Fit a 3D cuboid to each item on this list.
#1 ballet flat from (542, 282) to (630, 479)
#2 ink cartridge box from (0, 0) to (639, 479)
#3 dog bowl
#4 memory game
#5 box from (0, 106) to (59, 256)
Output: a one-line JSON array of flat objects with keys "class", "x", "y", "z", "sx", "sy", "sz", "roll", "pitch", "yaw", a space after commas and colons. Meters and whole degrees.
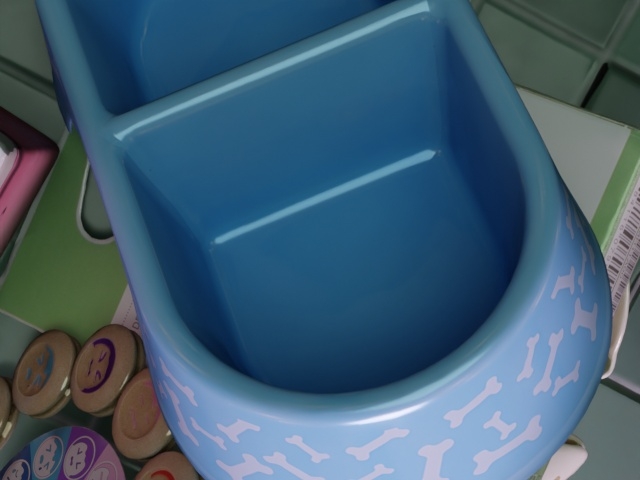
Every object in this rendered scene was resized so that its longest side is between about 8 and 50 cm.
[{"class": "ballet flat", "x": 0.089, "y": 0.063, "z": 0.639, "sx": 0.067, "sy": 0.073, "sz": 0.206, "roll": 18, "pitch": 94, "yaw": -18}, {"class": "ink cartridge box", "x": 0.000, "y": 0.000, "z": 0.614, "sx": 0.235, "sy": 0.056, "sz": 0.171, "roll": 24, "pitch": 90, "yaw": 25}, {"class": "dog bowl", "x": -0.011, "y": -0.045, "z": 0.537, "sx": 0.166, "sy": 0.074, "sz": 0.297, "roll": -23, "pitch": 61, "yaw": 0}, {"class": "memory game", "x": -0.111, "y": 0.117, "z": 0.571, "sx": 0.012, "sy": 0.186, "sz": 0.186, "roll": 32, "pitch": 89, "yaw": -41}, {"class": "box", "x": -0.184, "y": -0.003, "z": 0.516, "sx": 0.127, "sy": 0.232, "sz": 0.148, "roll": 32, "pitch": 90, "yaw": -7}]
